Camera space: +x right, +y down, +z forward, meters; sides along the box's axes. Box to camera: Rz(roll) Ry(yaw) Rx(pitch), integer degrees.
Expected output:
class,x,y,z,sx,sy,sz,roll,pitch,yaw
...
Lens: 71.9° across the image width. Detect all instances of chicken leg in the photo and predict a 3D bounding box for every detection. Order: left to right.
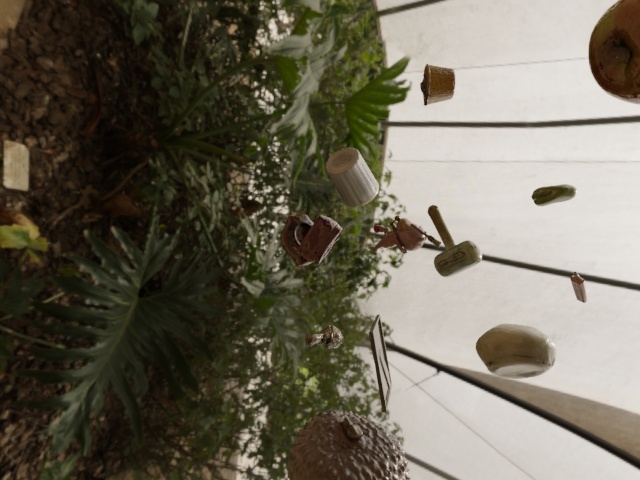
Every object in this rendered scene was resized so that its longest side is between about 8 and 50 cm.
class,x,y,z,sx,sy,sz,roll,pitch,yaw
chicken leg,0.012,0.361,1.641,0.198,0.069,0.084,11,118,-47

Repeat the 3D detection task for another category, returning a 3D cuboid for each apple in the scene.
class,x,y,z,sx,sy,sz,roll,pitch,yaw
apple,1.145,-0.676,1.507,0.400,0.334,0.399,158,-90,-80

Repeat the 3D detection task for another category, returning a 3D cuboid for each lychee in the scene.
class,x,y,z,sx,sy,sz,roll,pitch,yaw
lychee,0.080,0.723,1.357,0.380,0.381,0.431,-76,169,-66

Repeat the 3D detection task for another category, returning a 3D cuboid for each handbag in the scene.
class,x,y,z,sx,sy,sz,roll,pitch,yaw
handbag,0.000,0.000,2.054,0.224,0.136,0.146,-57,177,1

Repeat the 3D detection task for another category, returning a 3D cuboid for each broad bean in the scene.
class,x,y,z,sx,sy,sz,roll,pitch,yaw
broad bean,0.983,-0.197,1.864,0.124,0.175,0.082,30,46,-73

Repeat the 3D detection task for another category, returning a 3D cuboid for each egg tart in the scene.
class,x,y,z,sx,sy,sz,roll,pitch,yaw
egg tart,0.609,-0.817,2.310,0.215,0.171,0.214,-1,90,-82

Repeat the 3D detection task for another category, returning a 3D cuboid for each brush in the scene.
class,x,y,z,sx,sy,sz,roll,pitch,yaw
brush,0.493,-0.027,2.072,0.014,0.170,0.043,-43,158,-20

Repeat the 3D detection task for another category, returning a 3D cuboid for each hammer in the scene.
class,x,y,z,sx,sy,sz,roll,pitch,yaw
hammer,0.527,-0.009,1.852,0.113,0.202,0.305,-11,72,-52

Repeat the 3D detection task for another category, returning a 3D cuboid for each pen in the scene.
class,x,y,z,sx,sy,sz,roll,pitch,yaw
pen,1.068,0.190,1.824,0.197,0.032,0.053,54,-9,-35

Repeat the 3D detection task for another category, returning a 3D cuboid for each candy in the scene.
class,x,y,z,sx,sy,sz,roll,pitch,yaw
candy,0.764,0.422,1.736,0.295,0.296,0.185,91,8,-47

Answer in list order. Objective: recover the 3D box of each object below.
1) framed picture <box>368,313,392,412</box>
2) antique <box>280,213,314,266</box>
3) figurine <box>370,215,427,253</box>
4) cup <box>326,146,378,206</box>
class,x,y,z,sx,sy,sz,roll,pitch,yaw
framed picture,0.256,0.506,1.857,0.247,0.022,0.334,-30,111,-74
antique,-0.095,-0.004,2.279,0.129,0.224,0.277,138,-52,-65
figurine,0.400,-0.030,2.269,0.176,0.288,0.186,-36,117,-58
cup,0.107,-0.265,1.831,0.202,0.221,0.166,54,53,-43
